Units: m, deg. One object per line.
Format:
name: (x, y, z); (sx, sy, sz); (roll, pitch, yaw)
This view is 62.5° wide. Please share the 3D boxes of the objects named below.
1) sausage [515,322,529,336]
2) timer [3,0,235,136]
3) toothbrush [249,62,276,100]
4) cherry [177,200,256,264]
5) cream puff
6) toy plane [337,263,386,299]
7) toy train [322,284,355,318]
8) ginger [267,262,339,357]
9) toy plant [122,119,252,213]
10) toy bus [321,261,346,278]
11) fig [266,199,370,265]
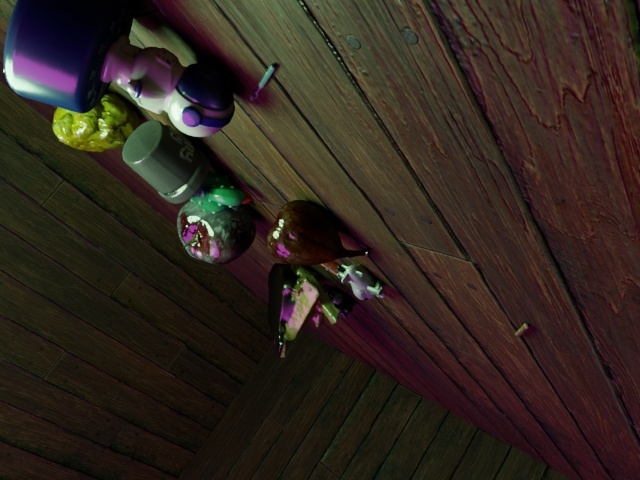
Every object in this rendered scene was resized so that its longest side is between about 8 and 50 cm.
sausage: (0.464, 0.207, 1.214); (0.015, 0.015, 0.100); (31, 165, 18)
timer: (-0.343, -0.324, 1.000); (0.383, 0.270, 0.270); (23, 169, -15)
toothbrush: (-0.106, -0.283, 0.955); (0.011, 0.014, 0.167); (47, 163, -10)
cherry: (-0.354, -0.037, 1.797); (0.255, 0.218, 0.296); (23, -155, 22)
cream puff: (-0.691, -0.365, 1.621); (0.196, 0.244, 0.244); (61, 171, 14)
toy plane: (0.122, 0.130, 1.613); (0.174, 0.080, 0.174); (32, 167, 8)
toy train: (0.052, 0.242, 2.116); (0.132, 0.083, 0.200); (44, 162, -20)
ginger: (-0.077, 0.255, 2.045); (0.211, 0.358, 0.413); (3, -177, -15)
toy plant: (-0.379, -0.183, 1.571); (0.279, 0.185, 0.400); (1, 156, 33)
toy bus: (0.048, 0.092, 1.754); (0.110, 0.031, 0.043); (32, 158, 15)
fig: (0.000, -0.001, 1.389); (0.274, 0.170, 0.145); (18, -173, -10)
